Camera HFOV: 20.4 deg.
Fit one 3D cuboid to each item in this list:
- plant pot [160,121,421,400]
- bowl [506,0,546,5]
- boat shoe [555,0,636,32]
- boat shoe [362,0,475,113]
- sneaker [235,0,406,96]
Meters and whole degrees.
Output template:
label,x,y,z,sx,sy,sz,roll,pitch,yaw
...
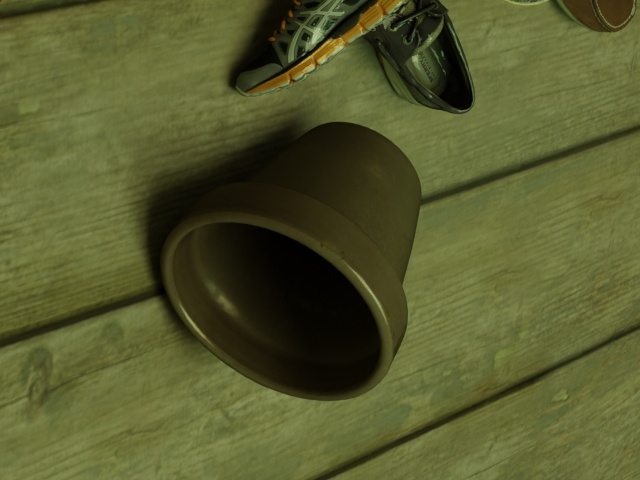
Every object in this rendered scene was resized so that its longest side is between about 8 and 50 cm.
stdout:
label,x,y,z,sx,sy,sz,roll,pitch,yaw
plant pot,0.000,0.000,1.867,0.229,0.263,0.263,-56,144,-39
bowl,0.219,-0.356,2.027,0.170,0.080,0.170,-8,107,-29
boat shoe,0.335,-0.369,2.138,0.123,0.116,0.324,-49,139,-19
boat shoe,0.095,-0.239,1.948,0.103,0.092,0.285,-50,138,-14
sneaker,-0.005,-0.225,1.837,0.215,0.083,0.084,-37,-176,3
